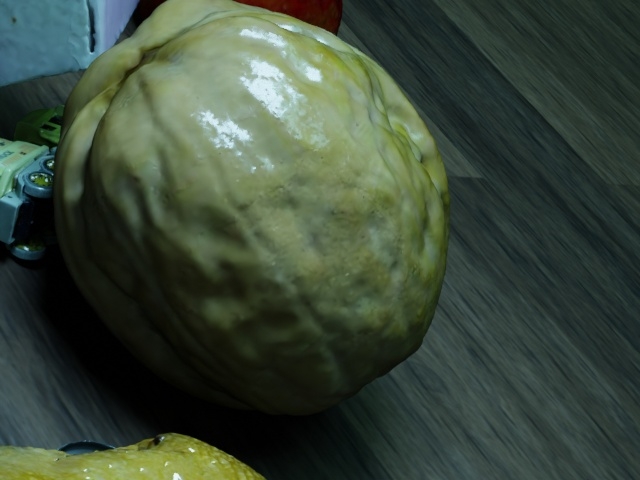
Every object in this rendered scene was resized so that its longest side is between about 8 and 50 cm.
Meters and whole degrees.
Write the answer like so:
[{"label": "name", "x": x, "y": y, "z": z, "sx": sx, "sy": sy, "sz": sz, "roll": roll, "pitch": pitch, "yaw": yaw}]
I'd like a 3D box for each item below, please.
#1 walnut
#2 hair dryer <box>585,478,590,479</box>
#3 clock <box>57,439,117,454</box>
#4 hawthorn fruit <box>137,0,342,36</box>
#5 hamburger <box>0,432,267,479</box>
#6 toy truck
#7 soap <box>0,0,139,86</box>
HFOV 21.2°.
[{"label": "walnut", "x": -0.045, "y": -0.019, "z": 1.351, "sx": 0.344, "sy": 0.306, "sz": 0.306, "roll": 60, "pitch": 17, "yaw": -26}, {"label": "hair dryer", "x": 0.298, "y": 0.261, "z": 1.529, "sx": 0.154, "sy": 0.054, "sz": 0.106, "roll": 36, "pitch": 23, "yaw": 14}, {"label": "clock", "x": -0.156, "y": 0.177, "z": 1.215, "sx": 0.085, "sy": 0.017, "sz": 0.085, "roll": 25, "pitch": 29, "yaw": -15}, {"label": "hawthorn fruit", "x": -0.088, "y": -0.274, "z": 1.782, "sx": 0.230, "sy": 0.210, "sz": 0.266, "roll": 56, "pitch": -3, "yaw": 13}, {"label": "hamburger", "x": -0.117, "y": 0.239, "z": 0.994, "sx": 0.290, "sy": 0.170, "sz": 0.314, "roll": 9, "pitch": 35, "yaw": -43}, {"label": "toy truck", "x": -0.247, "y": -0.056, "z": 1.437, "sx": 0.100, "sy": 0.077, "sz": 0.169, "roll": 22, "pitch": 30, "yaw": 8}, {"label": "soap", "x": -0.375, "y": -0.271, "z": 1.411, "sx": 0.446, "sy": 0.261, "sz": 0.156, "roll": 8, "pitch": 31, "yaw": 6}]
